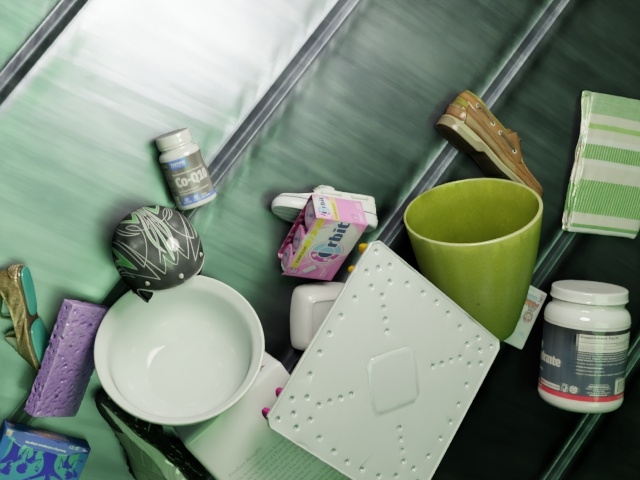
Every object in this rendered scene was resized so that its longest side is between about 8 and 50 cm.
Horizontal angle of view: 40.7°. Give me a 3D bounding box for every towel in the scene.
[{"bbox_3d":[0.684,-0.172,2.021,0.248,0.038,0.325,5,95,-26],"label":"towel"}]

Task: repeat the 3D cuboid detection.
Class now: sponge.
[{"bbox_3d":[-0.445,0.212,1.536,0.117,0.031,0.210,21,90,-64],"label":"sponge"}]

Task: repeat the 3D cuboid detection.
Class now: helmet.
[{"bbox_3d":[-0.285,0.020,1.515,0.169,0.161,0.169,4,67,-10],"label":"helmet"}]

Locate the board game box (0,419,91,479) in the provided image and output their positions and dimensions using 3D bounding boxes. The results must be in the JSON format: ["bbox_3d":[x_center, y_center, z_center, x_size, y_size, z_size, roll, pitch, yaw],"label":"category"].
[{"bbox_3d":[-0.532,0.447,1.561,0.160,0.047,0.210,22,90,-26],"label":"board game box"}]

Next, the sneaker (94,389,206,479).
[{"bbox_3d":[-0.334,0.393,1.617,0.108,0.100,0.271,-34,106,14],"label":"sneaker"}]

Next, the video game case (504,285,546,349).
[{"bbox_3d":[0.430,0.157,1.967,0.157,0.019,0.143,26,88,-26],"label":"video game case"}]

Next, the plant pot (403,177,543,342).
[{"bbox_3d":[0.330,0.062,1.792,0.275,0.275,0.293,-23,121,-19],"label":"plant pot"}]

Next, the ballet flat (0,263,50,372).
[{"bbox_3d":[-0.525,0.142,1.513,0.067,0.073,0.206,-9,101,5],"label":"ballet flat"}]

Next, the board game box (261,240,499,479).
[{"bbox_3d":[0.125,0.261,1.637,0.390,0.050,0.390,39,74,-28],"label":"board game box"}]

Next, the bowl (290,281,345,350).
[{"bbox_3d":[0.012,0.158,1.759,0.142,0.053,0.142,-2,98,-25],"label":"bowl"}]

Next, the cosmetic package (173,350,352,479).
[{"bbox_3d":[-0.068,0.449,1.709,0.230,0.161,0.453,-40,113,-13],"label":"cosmetic package"}]

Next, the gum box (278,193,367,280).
[{"bbox_3d":[0.000,0.000,1.670,0.107,0.062,0.188,7,137,-24],"label":"gum box"}]

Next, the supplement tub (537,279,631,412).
[{"bbox_3d":[0.601,0.239,1.963,0.191,0.191,0.272,-1,99,-24],"label":"supplement tub"}]

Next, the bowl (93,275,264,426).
[{"bbox_3d":[-0.252,0.220,1.570,0.298,0.298,0.134,-23,151,-20],"label":"bowl"}]

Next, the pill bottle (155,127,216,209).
[{"bbox_3d":[-0.248,-0.132,1.577,0.078,0.078,0.137,-25,108,-19],"label":"pill bottle"}]

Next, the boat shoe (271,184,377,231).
[{"bbox_3d":[0.007,-0.071,1.715,0.226,0.083,0.076,12,66,-27],"label":"boat shoe"}]

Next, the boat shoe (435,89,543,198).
[{"bbox_3d":[0.386,-0.193,1.838,0.307,0.111,0.104,40,82,-25],"label":"boat shoe"}]
